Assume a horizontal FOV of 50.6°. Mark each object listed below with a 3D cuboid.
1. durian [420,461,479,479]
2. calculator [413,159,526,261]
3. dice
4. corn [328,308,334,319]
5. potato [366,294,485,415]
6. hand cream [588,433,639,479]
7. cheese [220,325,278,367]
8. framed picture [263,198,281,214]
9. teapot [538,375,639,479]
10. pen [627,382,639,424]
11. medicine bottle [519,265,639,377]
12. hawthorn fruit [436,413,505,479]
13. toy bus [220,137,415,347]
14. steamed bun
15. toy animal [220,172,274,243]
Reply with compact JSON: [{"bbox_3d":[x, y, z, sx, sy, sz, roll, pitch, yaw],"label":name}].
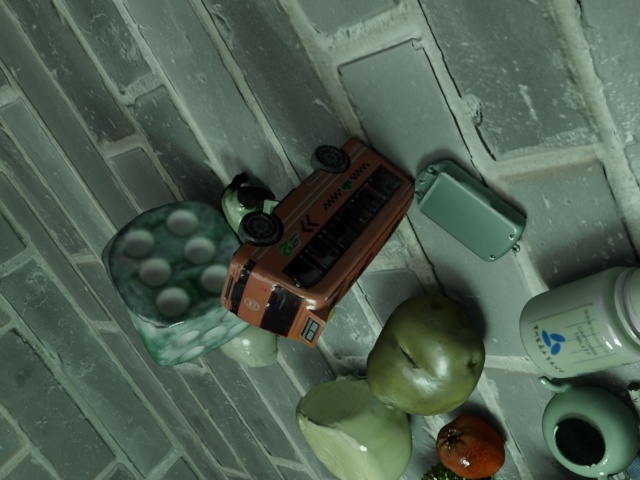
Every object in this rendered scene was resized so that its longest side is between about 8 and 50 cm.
[{"bbox_3d":[0.362,0.758,1.874,0.291,0.225,0.291,59,168,21],"label":"durian"},{"bbox_3d":[0.291,-0.054,1.331,0.246,0.045,0.141,39,143,9],"label":"calculator"},{"bbox_3d":[-0.363,0.112,1.798,0.328,0.330,0.348,57,165,19],"label":"dice"},{"bbox_3d":[0.020,0.180,1.822,0.037,0.037,0.092,27,139,23],"label":"corn"},{"bbox_3d":[0.241,0.271,1.544,0.243,0.221,0.326,26,130,8],"label":"potato"},{"bbox_3d":[0.699,0.507,1.468,0.256,0.055,0.088,37,132,8],"label":"hand cream"},{"bbox_3d":[-0.231,0.283,2.060,0.198,0.154,0.189,16,152,28],"label":"cheese"},{"bbox_3d":[-0.033,0.013,1.650,0.232,0.019,0.296,9,139,-3],"label":"framed picture"},{"bbox_3d":[0.555,0.399,1.404,0.193,0.129,0.294,-36,75,39],"label":"teapot"},{"bbox_3d":[0.669,0.375,1.395,0.025,0.025,0.204,-2,124,45],"label":"pen"},{"bbox_3d":[0.513,0.139,1.200,0.170,0.170,0.293,49,142,-5],"label":"medicine bottle"},{"bbox_3d":[0.413,0.566,1.737,0.165,0.165,0.285,-3,135,45],"label":"hawthorn fruit"},{"bbox_3d":[0.000,0.000,1.348,0.233,0.427,0.203,34,143,10],"label":"toy bus"},{"bbox_3d":[0.113,0.532,1.908,0.334,0.233,0.312,14,136,47],"label":"steamed bun"},{"bbox_3d":[-0.171,-0.051,1.716,0.094,0.121,0.225,7,131,40],"label":"toy animal"}]
